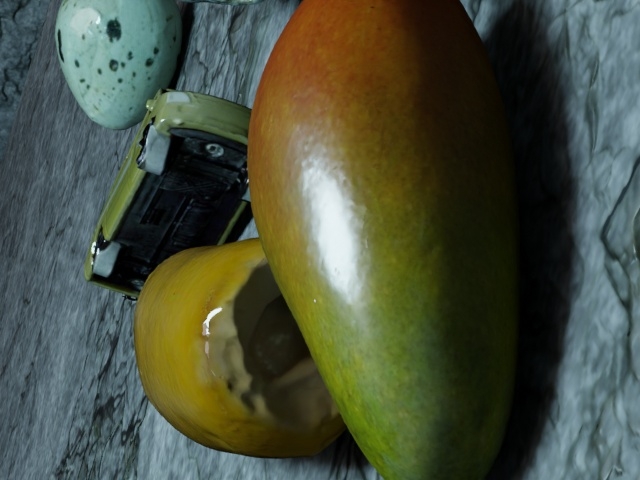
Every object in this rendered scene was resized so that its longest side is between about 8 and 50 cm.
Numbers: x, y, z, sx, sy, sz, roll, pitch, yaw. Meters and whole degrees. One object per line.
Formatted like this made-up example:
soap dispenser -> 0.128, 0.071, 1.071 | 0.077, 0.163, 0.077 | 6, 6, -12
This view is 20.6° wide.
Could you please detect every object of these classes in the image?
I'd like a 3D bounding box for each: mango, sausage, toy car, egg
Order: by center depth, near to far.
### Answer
mango -> 0.035, -0.020, 0.857 | 0.289, 0.129, 0.146 | -105, 33, -42
sausage -> -0.059, 0.067, 1.108 | 0.134, 0.116, 0.354 | 68, 165, -1
toy car -> -0.109, -0.050, 1.390 | 0.256, 0.101, 0.124 | 124, 157, -53
egg -> -0.202, -0.193, 1.772 | 0.131, 0.131, 0.164 | 174, 96, -73

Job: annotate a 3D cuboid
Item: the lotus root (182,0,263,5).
lotus root -> -0.088, -0.320, 1.428 | 0.349, 0.175, 0.175 | -88, 20, -44
